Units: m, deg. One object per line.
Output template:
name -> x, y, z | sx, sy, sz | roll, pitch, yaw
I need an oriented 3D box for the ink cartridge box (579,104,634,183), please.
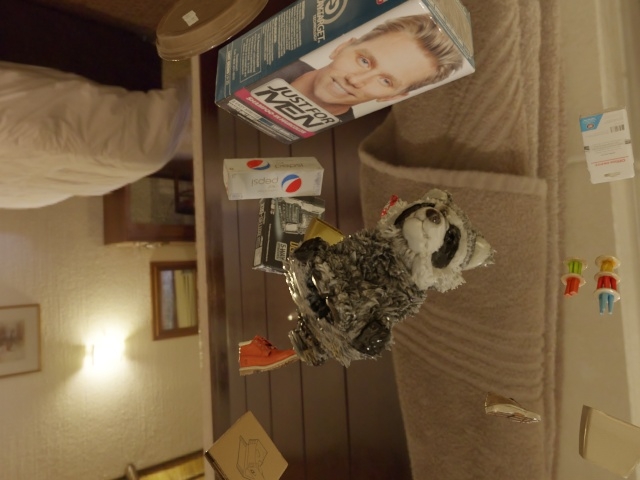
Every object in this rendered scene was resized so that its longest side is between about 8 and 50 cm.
ink cartridge box -> 0.747, -0.248, 1.246 | 0.104, 0.180, 0.060 | -8, -160, 32

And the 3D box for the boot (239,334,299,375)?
boot -> -0.121, 0.253, 1.081 | 0.158, 0.084, 0.059 | -16, 165, 25

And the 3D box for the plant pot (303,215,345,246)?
plant pot -> 0.000, 0.000, 1.147 | 0.081, 0.083, 0.081 | 30, -174, -12

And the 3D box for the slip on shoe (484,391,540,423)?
slip on shoe -> 0.389, 0.340, 0.969 | 0.136, 0.041, 0.051 | 17, 143, -18

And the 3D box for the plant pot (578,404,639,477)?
plant pot -> 0.551, 0.384, 0.912 | 0.109, 0.096, 0.109 | 19, 172, 26

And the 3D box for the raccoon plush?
raccoon plush -> 0.094, 0.064, 0.883 | 0.299, 0.216, 0.446 | -27, 176, -22

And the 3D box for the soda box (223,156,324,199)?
soda box -> -0.107, -0.143, 1.084 | 0.216, 0.069, 0.074 | -4, -144, -19

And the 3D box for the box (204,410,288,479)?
box -> -0.161, 0.496, 1.079 | 0.021, 0.164, 0.201 | -40, 173, 15

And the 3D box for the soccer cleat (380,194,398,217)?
soccer cleat -> 0.196, -0.093, 1.367 | 0.029, 0.083, 0.035 | 29, 166, 0

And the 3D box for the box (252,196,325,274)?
box -> -0.106, -0.026, 1.698 | 0.243, 0.307, 0.077 | 17, 157, -32

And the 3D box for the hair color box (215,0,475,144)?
hair color box -> 0.024, -0.265, 0.703 | 0.347, 0.105, 0.174 | -13, 159, 37

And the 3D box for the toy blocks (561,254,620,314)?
toy blocks -> 0.625, 0.106, 1.112 | 0.123, 0.148, 0.054 | -7, 133, 39

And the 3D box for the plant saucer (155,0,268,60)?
plant saucer -> -0.234, -0.480, 1.002 | 0.278, 0.277, 0.041 | -5, 143, 25
